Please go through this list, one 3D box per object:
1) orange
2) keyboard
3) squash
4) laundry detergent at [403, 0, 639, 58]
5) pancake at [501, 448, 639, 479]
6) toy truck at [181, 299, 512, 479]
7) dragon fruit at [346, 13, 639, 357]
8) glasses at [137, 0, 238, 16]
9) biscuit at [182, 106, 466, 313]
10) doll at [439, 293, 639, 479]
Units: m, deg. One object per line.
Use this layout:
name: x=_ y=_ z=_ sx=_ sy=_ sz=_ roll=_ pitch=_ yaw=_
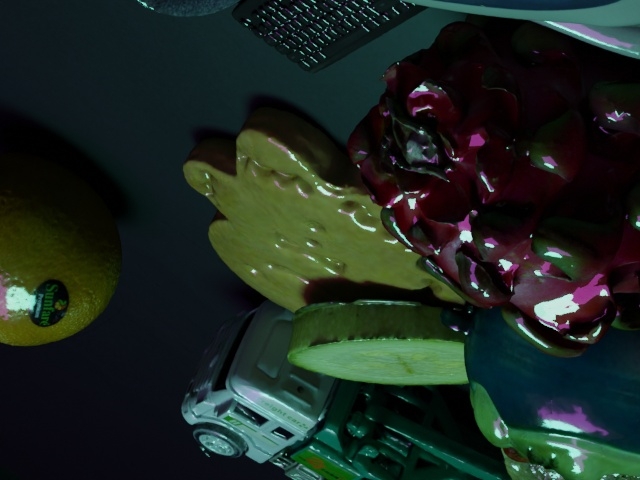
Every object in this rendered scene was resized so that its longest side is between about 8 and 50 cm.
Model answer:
orange: x=-0.297 y=0.008 z=1.547 sx=0.206 sy=0.206 sz=0.206 roll=23 pitch=158 yaw=10
keyboard: x=0.018 y=-0.167 z=1.021 sx=0.087 sy=0.017 sz=0.250 roll=34 pitch=158 yaw=-18
squash: x=0.081 y=0.102 z=1.416 sx=0.219 sy=0.041 sz=0.219 roll=6 pitch=163 yaw=2
laundry detergent: x=0.136 y=-0.167 z=0.772 sx=0.280 sy=0.105 sz=0.215 roll=19 pitch=157 yaw=16
pancake: x=0.274 y=0.209 z=1.423 sx=0.253 sy=0.037 sz=0.254 roll=22 pitch=136 yaw=23
toy truck: x=0.045 y=0.199 z=1.619 sx=0.363 sy=0.176 sz=0.178 roll=30 pitch=149 yaw=-9
dragon fruit: x=0.153 y=-0.023 z=0.947 sx=0.273 sy=0.198 sz=0.218 roll=39 pitch=133 yaw=8
glasses: x=-0.121 y=-0.247 z=0.858 sx=0.268 sy=0.118 sz=0.234 roll=26 pitch=136 yaw=63
biscuit: x=-0.001 y=0.002 z=1.373 sx=0.275 sy=0.052 sz=0.355 roll=27 pitch=157 yaw=1
doll: x=0.243 y=0.093 z=1.124 sx=0.321 sy=0.186 sz=0.198 roll=13 pitch=-169 yaw=-8
